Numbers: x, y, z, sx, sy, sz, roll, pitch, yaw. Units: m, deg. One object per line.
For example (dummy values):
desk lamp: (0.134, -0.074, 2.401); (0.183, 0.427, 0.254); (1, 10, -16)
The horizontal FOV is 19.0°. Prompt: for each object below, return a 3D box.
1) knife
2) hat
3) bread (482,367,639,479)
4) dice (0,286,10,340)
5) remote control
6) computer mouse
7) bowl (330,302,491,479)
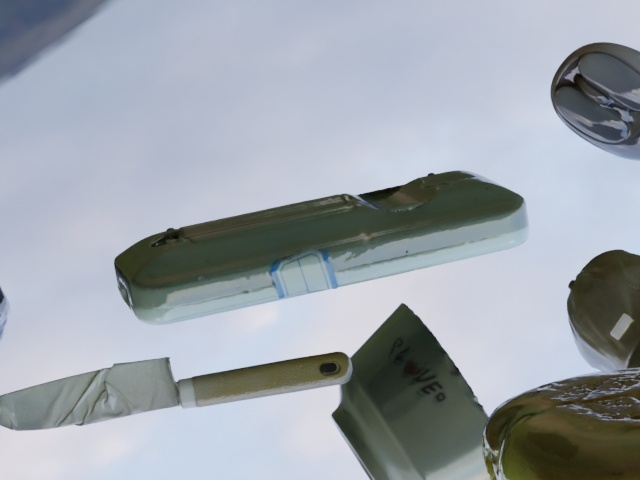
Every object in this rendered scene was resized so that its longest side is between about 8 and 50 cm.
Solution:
knife: (-0.123, 0.113, 1.491); (0.298, 0.047, 0.017); (-10, 176, -5)
hat: (0.331, 0.119, 2.143); (0.144, 0.166, 0.173); (20, -145, 8)
bread: (0.198, 0.135, 1.101); (0.213, 0.105, 0.213); (-8, -173, 1)
dice: (-0.452, 0.104, 2.034); (0.183, 0.181, 0.182); (-61, 177, 21)
remote control: (0.000, 0.000, 1.575); (0.335, 0.066, 0.128); (-12, -167, -13)
computer mouse: (0.189, -0.082, 1.178); (0.066, 0.096, 0.039); (-54, -149, 21)
bowl: (0.085, 0.172, 1.680); (0.112, 0.211, 0.211); (-33, -155, -3)
